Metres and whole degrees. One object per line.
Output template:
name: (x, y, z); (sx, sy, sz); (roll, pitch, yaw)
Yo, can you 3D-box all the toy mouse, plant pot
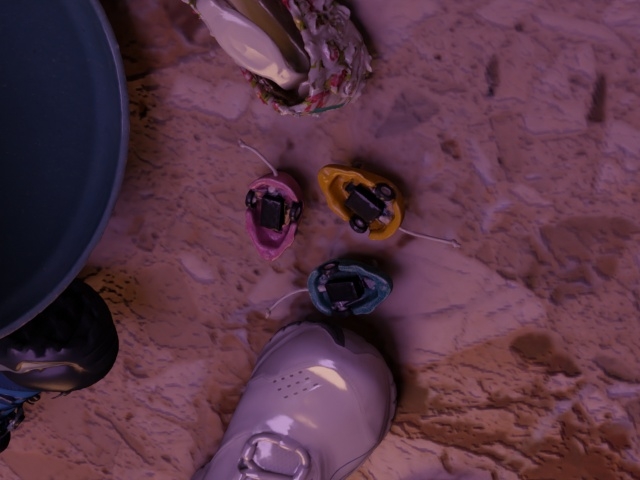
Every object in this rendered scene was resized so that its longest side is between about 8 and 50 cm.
toy mouse: (0.000, 0.000, 0.988); (0.161, 0.031, 0.143); (35, 127, 5)
plant pot: (-0.301, -0.082, 0.964); (0.196, 0.293, 0.293); (13, 127, 52)

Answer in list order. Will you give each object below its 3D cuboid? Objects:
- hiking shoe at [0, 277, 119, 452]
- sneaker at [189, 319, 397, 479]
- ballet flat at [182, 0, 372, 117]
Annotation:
hiking shoe: (-0.254, 0.102, 1.139); (0.304, 0.113, 0.132); (-4, 121, 40)
sneaker: (-0.037, 0.179, 1.048); (0.111, 0.129, 0.297); (29, 127, 1)
ballet flat: (-0.063, -0.170, 0.894); (0.241, 0.077, 0.091); (45, 128, -2)
